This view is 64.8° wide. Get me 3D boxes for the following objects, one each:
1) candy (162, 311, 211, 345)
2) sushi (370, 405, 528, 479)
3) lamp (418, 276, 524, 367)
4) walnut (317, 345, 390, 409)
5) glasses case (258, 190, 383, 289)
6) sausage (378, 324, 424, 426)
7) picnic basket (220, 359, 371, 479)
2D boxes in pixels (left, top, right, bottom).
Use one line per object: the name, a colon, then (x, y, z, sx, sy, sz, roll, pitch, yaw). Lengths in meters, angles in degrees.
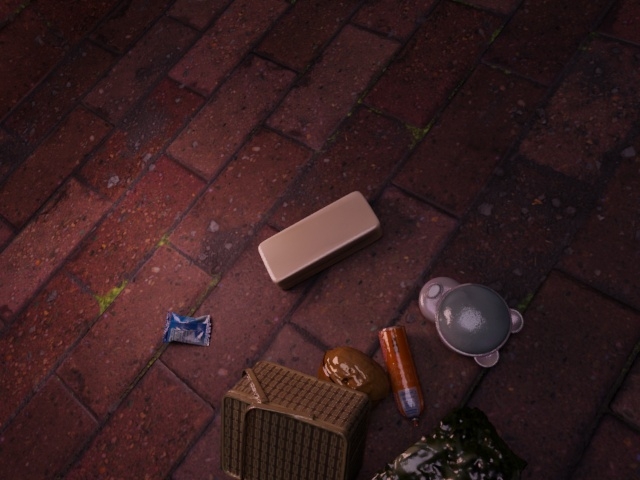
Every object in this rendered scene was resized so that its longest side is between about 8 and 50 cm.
candy: (-0.374, 0.248, 1.422, 0.136, 0.038, 0.088, 3, 69, 6)
sushi: (0.228, 0.493, 1.008, 0.351, 0.294, 0.178, -37, 58, -2)
lamp: (0.350, 0.178, 1.226, 0.246, 0.108, 0.179, 36, 74, 26)
walnut: (0.073, 0.333, 1.212, 0.180, 0.144, 0.144, 38, 79, 18)
glasses case: (0.000, 0.000, 1.417, 0.336, 0.076, 0.144, -28, 63, 1)
sausage: (0.199, 0.326, 1.216, 0.071, 0.071, 0.235, -15, 62, 7)
picnic basket: (-0.067, 0.436, 1.125, 0.312, 0.175, 0.228, 13, 109, 20)
